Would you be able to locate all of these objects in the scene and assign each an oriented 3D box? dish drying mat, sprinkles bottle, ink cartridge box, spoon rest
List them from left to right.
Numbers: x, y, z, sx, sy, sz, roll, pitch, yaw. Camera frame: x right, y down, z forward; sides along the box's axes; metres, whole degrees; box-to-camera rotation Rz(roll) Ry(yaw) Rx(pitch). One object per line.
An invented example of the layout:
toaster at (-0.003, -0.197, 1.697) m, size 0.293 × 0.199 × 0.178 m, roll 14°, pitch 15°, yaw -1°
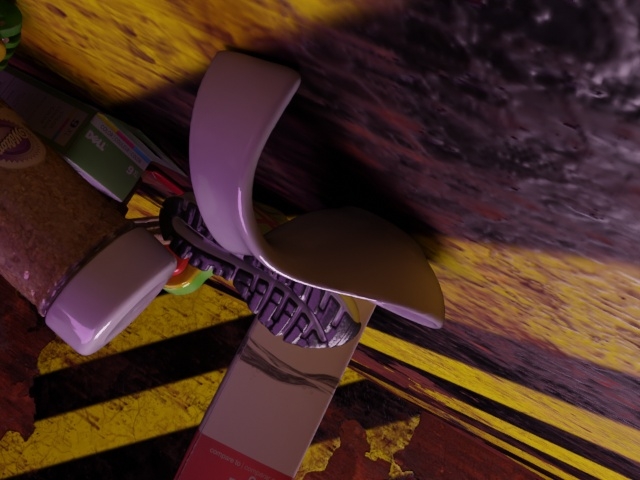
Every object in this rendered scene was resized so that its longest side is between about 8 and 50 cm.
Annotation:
sprinkles bottle at (-0.297, -0.056, 0.604) m, size 0.355 × 0.121 × 0.121 m, roll 43°, pitch 169°, yaw -1°
ink cartridge box at (-0.256, -0.104, 0.711) m, size 0.209 × 0.062 × 0.109 m, roll 26°, pitch 168°, yaw 24°
dish drying mat at (-0.181, -0.066, 0.821) m, size 0.032 × 0.008 × 0.083 m, roll 19°, pitch 164°, yaw 44°
ink cartridge box at (-0.053, 0.168, 0.798) m, size 0.117 × 0.283 × 0.207 m, roll 28°, pitch 169°, yaw -1°
spoon rest at (0.000, 0.000, 0.432) m, size 0.137 × 0.084 × 0.276 m, roll 24°, pitch 166°, yaw 33°

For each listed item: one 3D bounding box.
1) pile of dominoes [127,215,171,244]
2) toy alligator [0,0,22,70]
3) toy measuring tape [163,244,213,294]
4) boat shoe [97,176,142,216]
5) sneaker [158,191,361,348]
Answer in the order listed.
pile of dominoes at (-0.323, 0.003, 1.022) m, size 0.251 × 0.040 × 0.196 m, roll -8°, pitch -167°, yaw -26°
toy alligator at (-0.268, -0.129, 0.504) m, size 0.051 × 0.189 × 0.056 m, roll -17°, pitch -110°, yaw -53°
toy measuring tape at (-0.232, 0.078, 1.324) m, size 0.330 × 0.121 × 0.121 m, roll 28°, pitch 169°, yaw 18°
boat shoe at (-0.302, -0.055, 0.846) m, size 0.104 × 0.111 × 0.307 m, roll 34°, pitch -177°, yaw -18°
sneaker at (-0.041, 0.012, 0.610) m, size 0.208 × 0.081 × 0.094 m, roll 38°, pitch -145°, yaw 10°
